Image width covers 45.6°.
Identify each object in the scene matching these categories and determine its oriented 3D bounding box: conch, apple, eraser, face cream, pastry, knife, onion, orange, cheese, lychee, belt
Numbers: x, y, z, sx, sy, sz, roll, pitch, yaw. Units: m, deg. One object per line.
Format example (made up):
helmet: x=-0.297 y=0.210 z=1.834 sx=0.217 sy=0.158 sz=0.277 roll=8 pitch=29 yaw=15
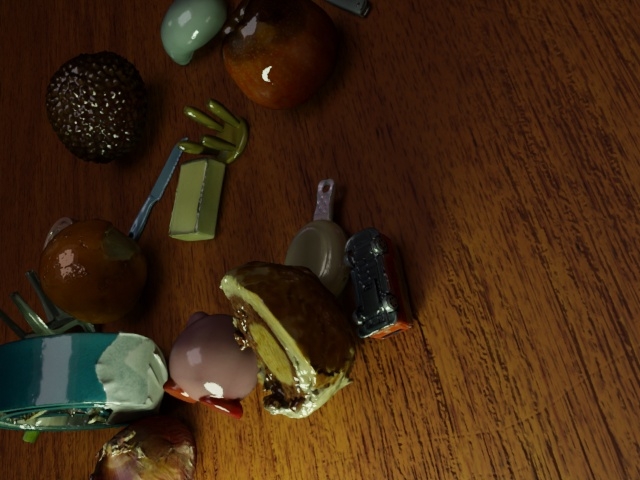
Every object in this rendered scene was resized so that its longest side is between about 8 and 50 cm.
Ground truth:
conch: x=-0.315 y=-0.527 z=1.842 sx=0.221 sy=0.121 sz=0.185 roll=-33 pitch=24 yaw=38
apple: x=-0.084 y=-0.375 z=1.463 sx=0.230 sy=0.230 sz=0.229 roll=-19 pitch=62 yaw=40
eraser: x=-0.264 y=-0.088 z=1.640 sx=0.117 sy=0.058 sz=0.172 roll=-5 pitch=73 yaw=49
face cream: x=-0.619 y=0.024 z=1.925 sx=0.149 sy=0.104 sz=0.149 roll=-19 pitch=62 yaw=39
pastry: x=-0.038 y=0.134 z=1.205 sx=0.256 sy=0.170 sz=0.236 roll=58 pitch=153 yaw=16
knife: x=-0.393 y=-0.110 z=1.816 sx=0.044 sy=0.019 sz=0.313 roll=33 pitch=98 yaw=39
onion: x=-0.351 y=0.424 z=1.431 sx=0.230 sy=0.163 sz=0.230 roll=-22 pitch=44 yaw=23
orange: x=-0.505 y=0.069 z=1.701 sx=0.240 sy=0.240 sz=0.239 roll=-19 pitch=62 yaw=40
cheese: x=0.000 y=0.000 z=1.341 sx=0.137 sy=0.064 sz=0.227 roll=-7 pitch=69 yaw=42
lychee: x=-0.548 y=-0.323 z=1.893 sx=0.268 sy=0.267 sz=0.267 roll=-19 pitch=62 yaw=40
knife: x=0.047 y=-0.481 z=1.509 sx=0.044 sy=0.023 sz=0.162 roll=-56 pitch=44 yaw=8
belt: x=-0.510 y=0.296 z=1.565 sx=0.437 sy=0.300 sz=0.173 roll=-11 pitch=68 yaw=32

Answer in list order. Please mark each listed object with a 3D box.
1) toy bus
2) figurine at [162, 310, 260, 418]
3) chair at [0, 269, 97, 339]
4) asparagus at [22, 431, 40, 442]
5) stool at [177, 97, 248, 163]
toy bus: x=0.094 y=0.069 z=1.207 sx=0.079 sy=0.077 sz=0.174 roll=-30 pitch=55 yaw=34
figurine: x=-0.187 y=0.214 z=1.370 sx=0.173 sy=0.173 sz=0.173 roll=-19 pitch=62 yaw=40
chair: x=-0.659 y=0.220 z=1.829 sx=0.203 sy=0.190 sz=0.274 roll=-14 pitch=109 yaw=43
asparagus: x=-0.686 y=0.425 z=1.886 sx=0.045 sy=0.041 sz=0.178 roll=37 pitch=104 yaw=15
stool: x=-0.229 y=-0.231 z=1.627 sx=0.134 sy=0.110 sz=0.135 roll=-50 pitch=47 yaw=19
